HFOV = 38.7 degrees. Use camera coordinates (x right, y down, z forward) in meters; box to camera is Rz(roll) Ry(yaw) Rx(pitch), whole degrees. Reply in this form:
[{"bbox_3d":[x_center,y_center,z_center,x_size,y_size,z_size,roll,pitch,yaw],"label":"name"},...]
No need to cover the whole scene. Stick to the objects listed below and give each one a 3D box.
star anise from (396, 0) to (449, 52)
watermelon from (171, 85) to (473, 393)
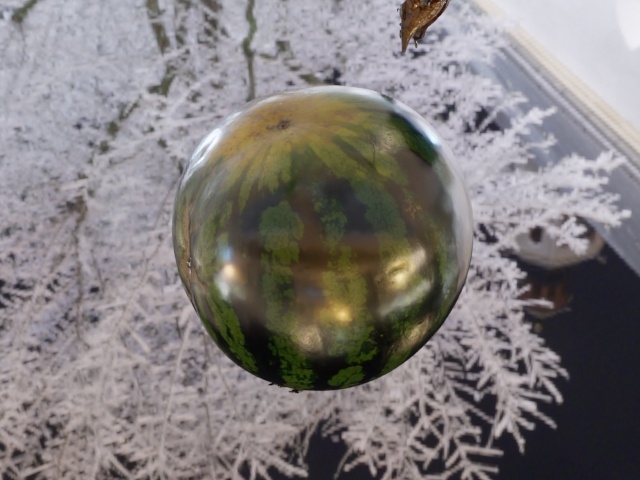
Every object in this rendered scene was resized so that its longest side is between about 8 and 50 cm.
[{"bbox_3d":[0.154,-0.387,1.241,0.102,0.272,0.272,28,-138,5],"label":"star anise"},{"bbox_3d":[0.000,-0.005,0.777,0.269,0.269,0.269,-2,-144,1],"label":"watermelon"}]
